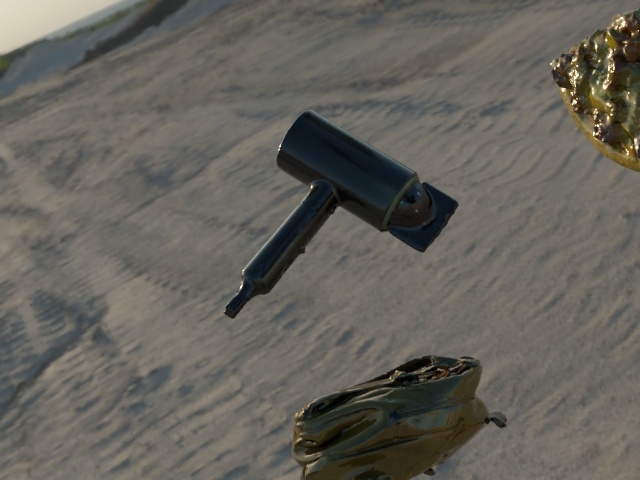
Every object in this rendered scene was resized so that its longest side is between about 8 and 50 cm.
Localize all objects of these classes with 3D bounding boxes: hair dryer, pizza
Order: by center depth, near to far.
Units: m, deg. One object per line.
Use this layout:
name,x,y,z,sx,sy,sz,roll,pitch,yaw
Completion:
pizza,0.242,-0.129,0.667,0.046,0.134,0.175,-11,32,-20
hair dryer,0.000,0.000,0.870,0.195,0.078,0.248,33,71,16

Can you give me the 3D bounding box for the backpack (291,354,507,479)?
backpack,0.129,0.330,1.454,0.378,0.201,0.353,-22,-6,13
